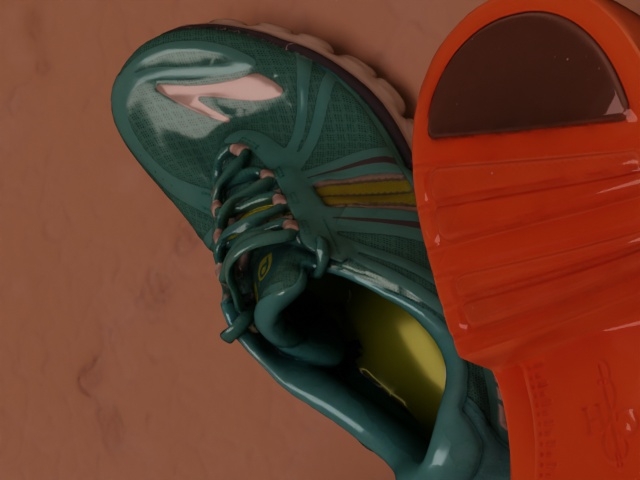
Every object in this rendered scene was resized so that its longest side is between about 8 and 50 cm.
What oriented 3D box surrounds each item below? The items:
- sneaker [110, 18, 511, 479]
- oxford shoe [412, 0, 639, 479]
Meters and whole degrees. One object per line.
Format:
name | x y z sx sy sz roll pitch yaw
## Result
sneaker | 0.000 0.000 0.692 0.275 0.110 0.107 44 119 30
oxford shoe | 0.133 0.095 0.568 0.130 0.133 0.363 -14 80 40
